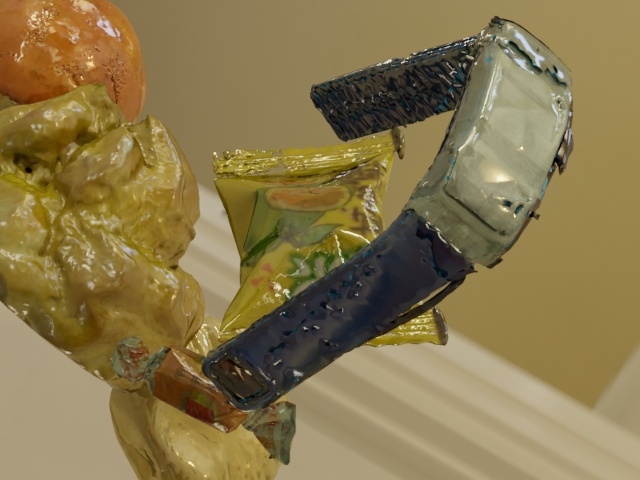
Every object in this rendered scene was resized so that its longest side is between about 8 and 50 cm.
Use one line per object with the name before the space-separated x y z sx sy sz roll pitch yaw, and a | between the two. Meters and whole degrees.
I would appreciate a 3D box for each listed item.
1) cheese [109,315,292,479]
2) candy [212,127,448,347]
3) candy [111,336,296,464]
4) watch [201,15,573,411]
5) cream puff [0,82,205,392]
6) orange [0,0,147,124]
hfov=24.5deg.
cheese | -0.133 0.210 1.749 0.214 0.226 0.117 -40 -163 -32
candy | 0.000 0.000 1.256 0.297 0.187 0.081 -95 178 -55
candy | -0.094 0.127 1.239 0.046 0.182 0.053 -42 154 -51
watch | 0.052 -0.050 0.927 0.274 0.068 0.276 -38 -154 46
cream puff | -0.234 -0.013 1.565 0.257 0.291 0.324 -53 -138 -4
orange | -0.328 -0.192 1.782 0.240 0.240 0.240 -60 178 -4
